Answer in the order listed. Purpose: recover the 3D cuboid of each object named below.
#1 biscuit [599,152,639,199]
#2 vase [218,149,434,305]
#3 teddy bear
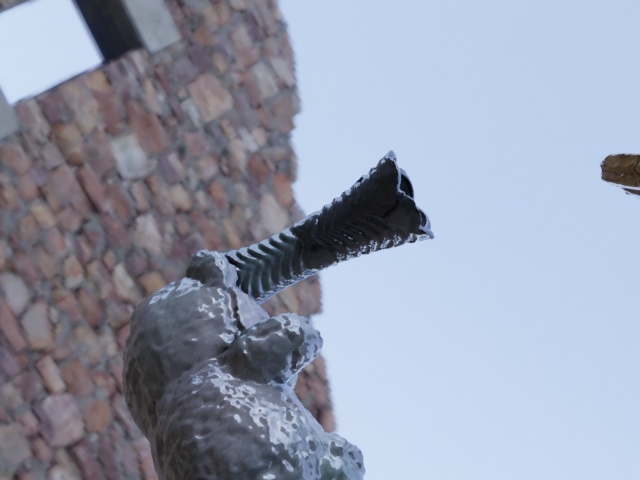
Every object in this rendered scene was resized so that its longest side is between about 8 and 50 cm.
[{"bbox_3d":[0.392,-0.035,1.039,0.376,0.269,0.051,-167,-93,-67],"label":"biscuit"},{"bbox_3d":[0.000,0.000,1.352,0.237,0.115,0.115,-27,-80,8],"label":"vase"},{"bbox_3d":[-0.076,0.149,0.979,0.236,0.151,0.267,-63,-149,24],"label":"teddy bear"}]
